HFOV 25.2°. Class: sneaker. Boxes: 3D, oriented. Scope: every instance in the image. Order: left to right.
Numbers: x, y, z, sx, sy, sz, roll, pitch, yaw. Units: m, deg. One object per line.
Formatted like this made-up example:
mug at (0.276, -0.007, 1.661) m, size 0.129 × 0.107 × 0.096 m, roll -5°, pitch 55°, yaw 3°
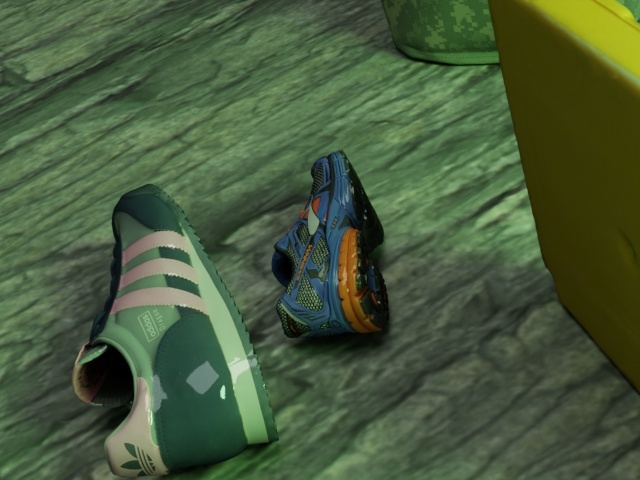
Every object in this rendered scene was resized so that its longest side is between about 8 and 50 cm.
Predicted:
sneaker at (-0.139, 0.060, 1.100) m, size 0.131 × 0.112 × 0.319 m, roll -20°, pitch 33°, yaw -11°
sneaker at (0.000, 0.000, 1.158) m, size 0.087 × 0.083 × 0.221 m, roll -19°, pitch 30°, yaw 12°

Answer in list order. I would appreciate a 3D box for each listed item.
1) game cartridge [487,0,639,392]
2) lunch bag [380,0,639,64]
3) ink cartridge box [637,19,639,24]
game cartridge at (0.211, -0.004, 0.885) m, size 0.053 × 0.285 × 0.323 m, roll -23°, pitch 35°, yaw -7°
lunch bag at (0.175, -0.300, 1.366) m, size 0.287 × 0.235 × 0.169 m, roll 3°, pitch 43°, yaw 24°
ink cartridge box at (0.410, -0.198, 1.281) m, size 0.186 × 0.065 × 0.311 m, roll 21°, pitch 51°, yaw 43°
